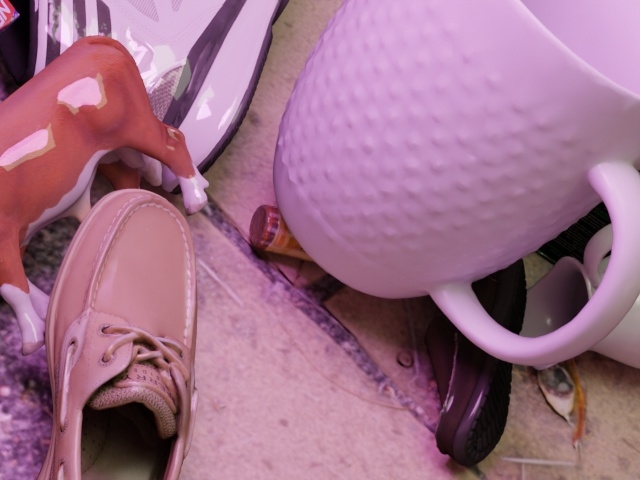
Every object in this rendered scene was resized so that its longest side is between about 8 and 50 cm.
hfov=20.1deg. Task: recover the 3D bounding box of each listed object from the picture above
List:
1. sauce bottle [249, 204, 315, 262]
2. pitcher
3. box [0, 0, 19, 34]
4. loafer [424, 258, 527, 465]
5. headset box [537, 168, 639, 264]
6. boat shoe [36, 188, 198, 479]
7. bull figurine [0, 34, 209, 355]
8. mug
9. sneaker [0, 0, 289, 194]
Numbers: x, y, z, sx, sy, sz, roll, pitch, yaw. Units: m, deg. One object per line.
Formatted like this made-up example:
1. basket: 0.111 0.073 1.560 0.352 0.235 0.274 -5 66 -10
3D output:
1. sauce bottle: 0.000 0.000 1.618 0.128 0.042 0.042 12 50 -26
2. pitcher: 0.305 0.045 1.657 0.207 0.178 0.125 0 51 -27
3. box: -0.446 -0.185 1.382 0.279 0.177 0.290 53 47 -7
4. loafer: 0.129 0.105 1.597 0.078 0.080 0.220 3 47 18
5. headset box: 0.244 -0.141 1.802 0.246 0.131 0.283 34 46 0
6. boat shoe: -0.138 0.115 1.341 0.121 0.110 0.341 16 68 -26
7. bull figurine: -0.242 -0.029 1.430 0.310 0.101 0.188 -40 105 -18
8. mug: 0.140 -0.073 1.508 0.276 0.328 0.374 0 53 -47
9. sneaker: -0.154 -0.275 1.643 0.257 0.169 0.447 31 48 -17
